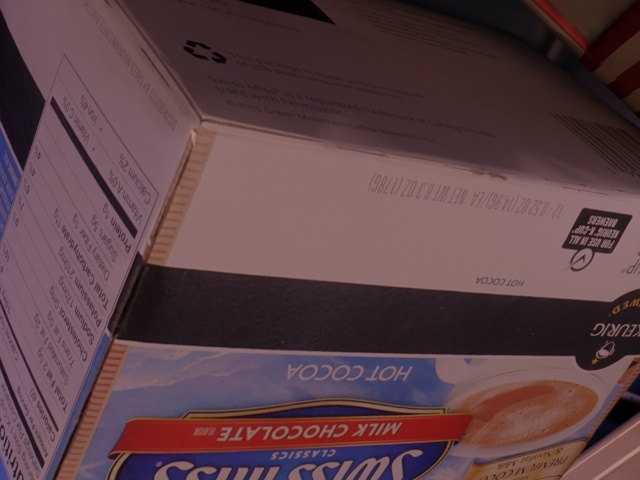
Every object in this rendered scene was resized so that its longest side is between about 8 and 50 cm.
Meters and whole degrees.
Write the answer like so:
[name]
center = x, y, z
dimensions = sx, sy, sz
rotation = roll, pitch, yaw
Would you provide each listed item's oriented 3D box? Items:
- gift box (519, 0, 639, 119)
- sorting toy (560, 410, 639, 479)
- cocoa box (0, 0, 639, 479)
[gift box]
center = 0.256, -0.162, 0.489
dimensions = 0.276, 0.258, 0.255
rotation = -40, 87, 8
[sorting toy]
center = 0.261, 0.232, 0.865
dimensions = 0.348, 0.047, 0.196
rotation = 41, 106, -21
[cocoa box]
center = 0.000, 0.000, 0.560
dimensions = 0.347, 0.231, 0.228
rotation = 6, 122, -36
